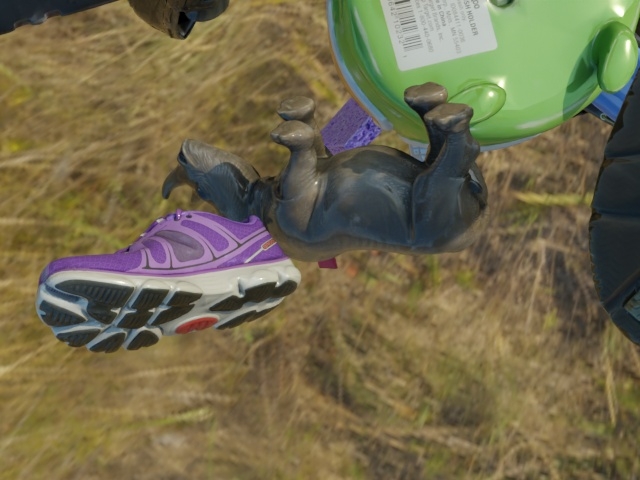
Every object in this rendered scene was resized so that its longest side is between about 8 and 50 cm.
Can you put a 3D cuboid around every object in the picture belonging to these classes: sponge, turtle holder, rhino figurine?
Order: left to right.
[{"bbox_3d":[-0.002,-0.034,0.917,0.243,0.073,0.106,-3,118,27],"label":"rhino figurine"},{"bbox_3d":[0.083,-0.196,1.927,0.031,0.117,0.210,46,78,-20],"label":"sponge"},{"bbox_3d":[0.150,-0.214,1.226,0.243,0.227,0.320,46,77,-5],"label":"turtle holder"}]

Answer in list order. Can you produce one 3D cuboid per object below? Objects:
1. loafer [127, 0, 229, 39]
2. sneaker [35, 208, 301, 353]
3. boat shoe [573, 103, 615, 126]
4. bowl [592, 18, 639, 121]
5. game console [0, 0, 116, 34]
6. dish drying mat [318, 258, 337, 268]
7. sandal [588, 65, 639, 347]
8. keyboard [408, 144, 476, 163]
[{"bbox_3d":[-0.110,-0.238,1.276,0.078,0.076,0.223,45,157,-10],"label":"loafer"},{"bbox_3d":[-0.092,0.017,0.806,0.068,0.170,0.071,-47,62,37],"label":"sneaker"},{"bbox_3d":[0.307,-0.176,1.668,0.227,0.081,0.069,28,101,41],"label":"boat shoe"},{"bbox_3d":[0.376,-0.256,1.490,0.391,0.391,0.077,40,136,-1],"label":"bowl"},{"bbox_3d":[-0.108,-0.114,0.407,0.085,0.124,0.144,-3,122,15],"label":"game console"},{"bbox_3d":[0.000,0.000,1.897,0.032,0.008,0.083,1,120,38],"label":"dish drying mat"},{"bbox_3d":[0.143,-0.065,0.362,0.090,0.060,0.219,17,83,36],"label":"sandal"},{"bbox_3d":[0.116,-0.164,1.512,0.072,0.014,0.256,3,141,18],"label":"keyboard"}]
